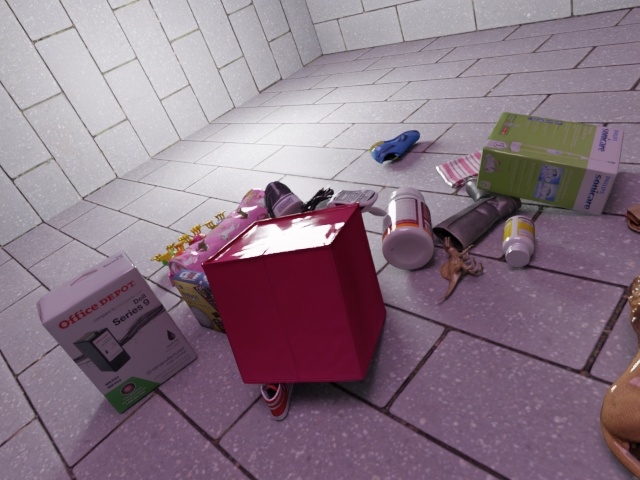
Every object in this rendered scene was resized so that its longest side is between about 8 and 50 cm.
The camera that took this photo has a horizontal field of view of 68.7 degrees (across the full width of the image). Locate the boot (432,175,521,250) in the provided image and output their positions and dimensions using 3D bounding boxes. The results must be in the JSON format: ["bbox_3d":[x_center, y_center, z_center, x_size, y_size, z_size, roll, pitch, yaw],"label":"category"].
[{"bbox_3d":[0.369,-0.069,1.181,0.208,0.076,0.189,-36,32,-9],"label":"boot"}]

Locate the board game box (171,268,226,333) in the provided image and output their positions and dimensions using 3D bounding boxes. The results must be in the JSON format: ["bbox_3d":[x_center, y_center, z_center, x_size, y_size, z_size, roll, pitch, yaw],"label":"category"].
[{"bbox_3d":[-0.232,0.155,1.110,0.243,0.165,0.042,6,41,38],"label":"board game box"}]

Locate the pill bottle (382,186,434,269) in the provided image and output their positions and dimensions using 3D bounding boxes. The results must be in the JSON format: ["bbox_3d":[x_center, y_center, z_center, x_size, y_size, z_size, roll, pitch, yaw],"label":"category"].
[{"bbox_3d":[0.215,-0.037,1.166,0.121,0.121,0.221,-12,32,17],"label":"pill bottle"}]

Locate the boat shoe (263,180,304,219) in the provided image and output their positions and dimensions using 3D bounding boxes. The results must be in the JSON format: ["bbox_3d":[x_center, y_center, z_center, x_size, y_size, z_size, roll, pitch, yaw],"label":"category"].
[{"bbox_3d":[-0.094,-0.077,1.280,0.108,0.301,0.102,-37,75,-3],"label":"boat shoe"}]

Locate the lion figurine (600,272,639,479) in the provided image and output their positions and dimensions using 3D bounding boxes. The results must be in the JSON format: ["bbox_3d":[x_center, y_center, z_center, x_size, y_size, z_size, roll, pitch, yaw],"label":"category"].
[{"bbox_3d":[0.486,0.185,0.639,0.392,0.142,0.240,-40,28,-20],"label":"lion figurine"}]

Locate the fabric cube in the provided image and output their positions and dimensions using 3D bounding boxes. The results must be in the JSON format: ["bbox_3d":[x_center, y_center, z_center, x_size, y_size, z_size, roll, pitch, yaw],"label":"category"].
[{"bbox_3d":[-0.036,0.099,0.927,0.259,0.258,0.254,-9,18,21],"label":"fabric cube"}]

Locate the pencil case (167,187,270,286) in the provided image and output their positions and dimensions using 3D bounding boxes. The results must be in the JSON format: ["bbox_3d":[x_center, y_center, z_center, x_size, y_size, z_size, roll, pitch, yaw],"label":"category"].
[{"bbox_3d":[-0.265,0.008,1.370,0.386,0.160,0.167,-49,11,-36],"label":"pencil case"}]

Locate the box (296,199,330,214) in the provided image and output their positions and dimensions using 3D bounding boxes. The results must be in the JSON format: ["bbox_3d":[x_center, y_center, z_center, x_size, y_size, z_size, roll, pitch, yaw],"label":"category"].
[{"bbox_3d":[-0.056,0.038,1.182,0.290,0.169,0.087,-32,35,-18],"label":"box"}]

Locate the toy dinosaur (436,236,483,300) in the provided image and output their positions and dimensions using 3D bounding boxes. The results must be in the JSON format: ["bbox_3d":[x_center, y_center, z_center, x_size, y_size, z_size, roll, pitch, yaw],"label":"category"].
[{"bbox_3d":[0.306,0.065,1.037,0.092,0.053,0.183,-23,36,35],"label":"toy dinosaur"}]

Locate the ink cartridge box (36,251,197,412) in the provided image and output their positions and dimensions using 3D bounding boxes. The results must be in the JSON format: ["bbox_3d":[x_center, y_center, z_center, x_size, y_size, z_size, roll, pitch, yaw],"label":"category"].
[{"bbox_3d":[-0.448,0.204,1.050,0.211,0.289,0.121,-35,33,-20],"label":"ink cartridge box"}]

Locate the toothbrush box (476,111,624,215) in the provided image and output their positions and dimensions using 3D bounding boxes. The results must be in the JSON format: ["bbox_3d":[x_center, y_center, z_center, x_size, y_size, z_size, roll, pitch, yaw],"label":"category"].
[{"bbox_3d":[0.550,-0.195,1.132,0.283,0.122,0.206,16,45,25],"label":"toothbrush box"}]

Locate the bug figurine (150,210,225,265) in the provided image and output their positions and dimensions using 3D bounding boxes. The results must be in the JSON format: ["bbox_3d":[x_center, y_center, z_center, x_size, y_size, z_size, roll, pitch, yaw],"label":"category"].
[{"bbox_3d":[-0.408,0.012,1.497,0.216,0.072,0.279,-17,21,44],"label":"bug figurine"}]

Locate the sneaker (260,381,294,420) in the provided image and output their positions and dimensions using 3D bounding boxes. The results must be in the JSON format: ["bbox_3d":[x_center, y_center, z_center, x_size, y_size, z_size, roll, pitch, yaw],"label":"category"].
[{"bbox_3d":[-0.084,0.281,0.914,0.042,0.067,0.118,-16,32,11],"label":"sneaker"}]

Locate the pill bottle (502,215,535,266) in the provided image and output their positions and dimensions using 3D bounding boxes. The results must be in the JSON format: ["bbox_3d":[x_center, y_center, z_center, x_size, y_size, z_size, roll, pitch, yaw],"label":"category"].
[{"bbox_3d":[0.432,0.003,1.021,0.065,0.065,0.116,-4,35,28],"label":"pill bottle"}]

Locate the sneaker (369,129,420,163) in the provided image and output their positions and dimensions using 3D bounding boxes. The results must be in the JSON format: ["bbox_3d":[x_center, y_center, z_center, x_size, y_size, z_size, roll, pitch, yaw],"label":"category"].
[{"bbox_3d":[0.274,-0.321,1.640,0.209,0.069,0.082,-24,63,-20],"label":"sneaker"}]

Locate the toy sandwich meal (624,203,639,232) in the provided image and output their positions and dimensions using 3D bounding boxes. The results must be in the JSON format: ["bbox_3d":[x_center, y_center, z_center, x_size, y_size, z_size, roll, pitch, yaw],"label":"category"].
[{"bbox_3d":[0.681,-0.047,0.972,0.085,0.029,0.086,-16,31,10],"label":"toy sandwich meal"}]

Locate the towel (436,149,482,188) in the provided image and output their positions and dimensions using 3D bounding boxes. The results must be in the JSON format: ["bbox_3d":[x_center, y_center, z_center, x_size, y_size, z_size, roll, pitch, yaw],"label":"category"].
[{"bbox_3d":[0.456,-0.225,1.394,0.197,0.029,0.144,-20,30,4],"label":"towel"}]

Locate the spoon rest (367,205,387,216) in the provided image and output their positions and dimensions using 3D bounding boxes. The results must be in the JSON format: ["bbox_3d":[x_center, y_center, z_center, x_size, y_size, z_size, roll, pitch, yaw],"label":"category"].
[{"bbox_3d":[0.058,0.027,1.127,0.137,0.084,0.276,10,68,57],"label":"spoon rest"}]

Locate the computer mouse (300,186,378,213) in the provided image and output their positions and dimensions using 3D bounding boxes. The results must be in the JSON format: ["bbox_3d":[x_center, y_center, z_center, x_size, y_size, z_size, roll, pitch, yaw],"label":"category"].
[{"bbox_3d":[0.053,-0.088,1.119,0.193,0.042,0.106,8,39,39],"label":"computer mouse"}]
